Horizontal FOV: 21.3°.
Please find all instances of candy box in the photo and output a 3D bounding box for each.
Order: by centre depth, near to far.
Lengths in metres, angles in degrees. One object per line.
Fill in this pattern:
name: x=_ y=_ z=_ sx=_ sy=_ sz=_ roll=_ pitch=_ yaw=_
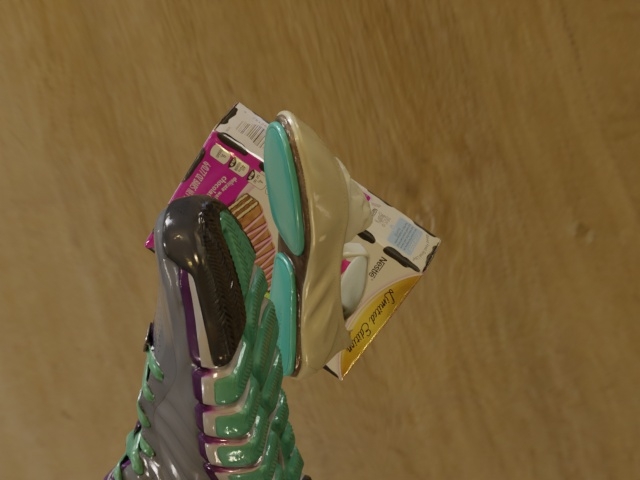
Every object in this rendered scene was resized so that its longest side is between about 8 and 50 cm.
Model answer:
candy box: x=-0.028 y=0.003 z=1.601 sx=0.233 sy=0.071 sz=0.159 roll=33 pitch=125 yaw=-1

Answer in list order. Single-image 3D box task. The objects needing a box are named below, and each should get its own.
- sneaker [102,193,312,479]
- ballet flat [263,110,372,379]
sneaker: x=-0.065 y=0.086 z=0.774 sx=0.098 sy=0.083 sz=0.223 roll=-5 pitch=118 yaw=13
ballet flat: x=0.000 y=0.000 z=1.298 sx=0.086 sy=0.248 sz=0.086 roll=2 pitch=41 yaw=-2
